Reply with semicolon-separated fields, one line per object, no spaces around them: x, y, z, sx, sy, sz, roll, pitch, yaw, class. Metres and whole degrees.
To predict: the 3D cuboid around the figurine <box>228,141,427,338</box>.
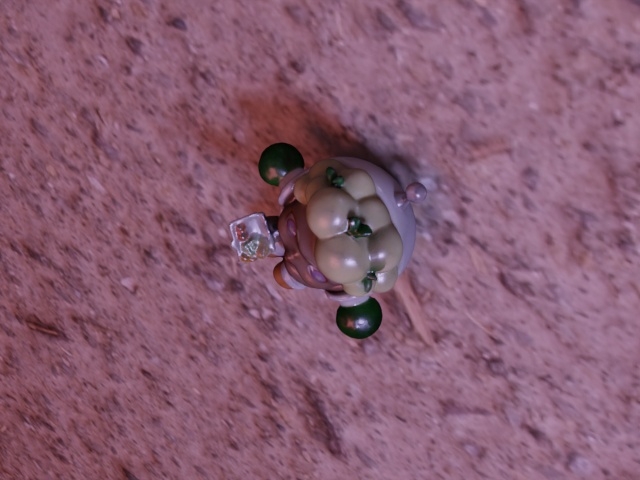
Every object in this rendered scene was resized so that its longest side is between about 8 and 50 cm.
-0.001;0.000;0.998;0.197;0.094;0.147;-27;91;58;figurine
